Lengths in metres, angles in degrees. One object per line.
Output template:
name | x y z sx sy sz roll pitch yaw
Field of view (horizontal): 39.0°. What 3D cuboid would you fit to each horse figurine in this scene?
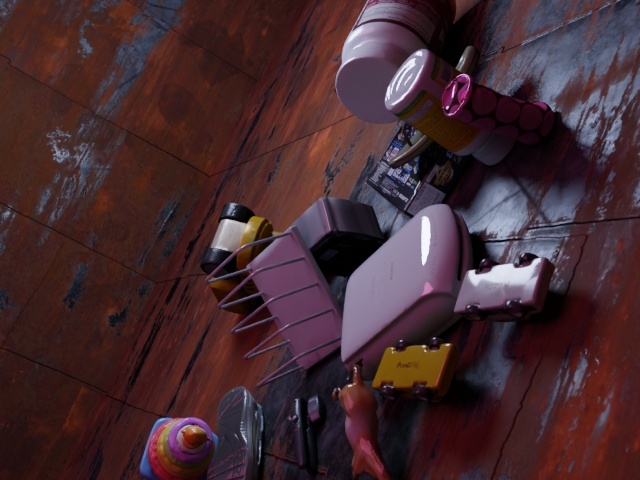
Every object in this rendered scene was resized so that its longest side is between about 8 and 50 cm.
horse figurine | 0.071 0.327 1.575 0.174 0.066 0.264 117 148 -67

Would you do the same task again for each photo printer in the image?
photo printer | 0.167 0.090 1.702 0.307 0.107 0.256 -44 25 37

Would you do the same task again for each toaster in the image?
toaster | 0.036 -0.007 2.030 0.185 0.168 0.110 -42 52 40

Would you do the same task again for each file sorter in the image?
file sorter | -0.098 0.146 1.951 0.173 0.278 0.193 -16 -18 -45

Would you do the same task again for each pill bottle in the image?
pill bottle | 0.258 -0.249 1.746 0.136 0.245 0.136 -49 23 28
pill bottle | 0.183 -0.474 2.189 0.224 0.224 0.392 -38 21 46

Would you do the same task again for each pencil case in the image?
pencil case | 0.319 -0.240 1.645 0.095 0.209 0.098 -48 39 39

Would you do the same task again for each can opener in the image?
can opener | -0.033 0.391 1.835 0.073 0.059 0.186 -46 24 31

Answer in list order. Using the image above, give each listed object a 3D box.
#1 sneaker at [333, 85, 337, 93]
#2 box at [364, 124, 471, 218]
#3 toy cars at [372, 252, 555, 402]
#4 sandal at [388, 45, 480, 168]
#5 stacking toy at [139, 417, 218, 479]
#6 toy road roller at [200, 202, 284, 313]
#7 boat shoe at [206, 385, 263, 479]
sneaker | 0.128 -0.466 2.631 0.128 0.087 0.221 -47 18 -13
box | 0.238 -0.203 1.984 0.293 0.073 0.295 -57 20 6
toy cars | 0.242 0.158 1.478 0.394 0.087 0.176 -47 26 24
sandal | 0.222 -0.279 1.872 0.303 0.086 0.120 -59 8 -2
stacking toy | -0.311 0.476 2.115 0.302 0.175 0.166 124 165 -62
toy road roller | -0.169 0.065 2.477 0.330 0.240 0.203 79 -154 -60
boat shoe | -0.177 0.480 2.027 0.118 0.103 0.321 -29 38 22
